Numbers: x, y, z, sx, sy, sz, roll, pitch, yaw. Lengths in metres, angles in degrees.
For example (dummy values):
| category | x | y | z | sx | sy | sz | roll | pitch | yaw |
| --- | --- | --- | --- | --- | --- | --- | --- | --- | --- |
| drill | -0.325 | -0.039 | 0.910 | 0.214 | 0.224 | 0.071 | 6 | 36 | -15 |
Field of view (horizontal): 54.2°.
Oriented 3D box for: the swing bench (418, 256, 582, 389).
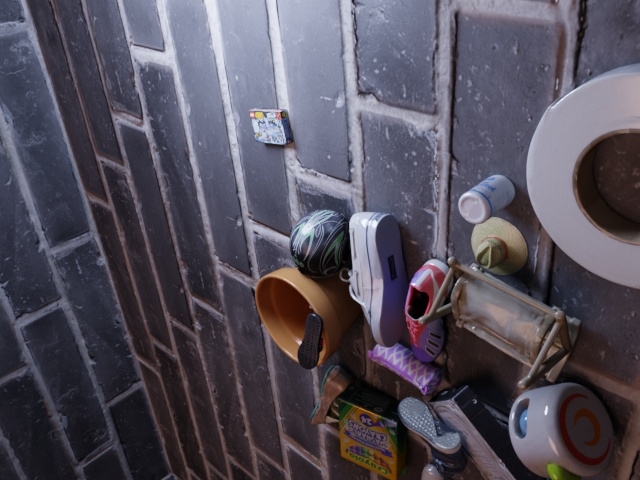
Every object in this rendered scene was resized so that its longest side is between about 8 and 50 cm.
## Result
| category | x | y | z | sx | sy | sz | roll | pitch | yaw |
| --- | --- | --- | --- | --- | --- | --- | --- | --- | --- |
| swing bench | 0.385 | 0.169 | 1.309 | 0.253 | 0.255 | 0.165 | 30 | 99 | 32 |

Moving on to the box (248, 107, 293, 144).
| category | x | y | z | sx | sy | sz | roll | pitch | yaw |
| --- | --- | --- | --- | --- | --- | --- | --- | --- | --- |
| box | -0.137 | -0.315 | 1.722 | 0.137 | 0.027 | 0.093 | 13 | 124 | 45 |

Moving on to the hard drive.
| category | x | y | z | sx | sy | sz | roll | pitch | yaw |
| --- | --- | --- | --- | --- | --- | --- | --- | --- | --- |
| hard drive | 0.421 | 0.524 | 1.571 | 0.339 | 0.064 | 0.237 | 51 | 165 | 9 |

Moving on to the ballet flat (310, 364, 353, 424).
| category | x | y | z | sx | sy | sz | roll | pitch | yaw |
| --- | --- | --- | --- | --- | --- | --- | --- | --- | --- |
| ballet flat | 0.040 | 0.539 | 2.070 | 0.106 | 0.107 | 0.316 | 29 | 137 | 15 |

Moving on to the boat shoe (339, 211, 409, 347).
| category | x | y | z | sx | sy | sz | roll | pitch | yaw |
| --- | --- | --- | --- | --- | --- | --- | --- | --- | --- |
| boat shoe | 0.125 | 0.098 | 1.621 | 0.157 | 0.136 | 0.367 | 13 | 122 | 44 |

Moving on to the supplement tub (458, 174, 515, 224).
| category | x | y | z | sx | sy | sz | roll | pitch | yaw |
| --- | --- | --- | --- | --- | --- | --- | --- | --- | --- |
| supplement tub | 0.336 | -0.083 | 1.264 | 0.071 | 0.107 | 0.071 | 29 | 135 | 34 |

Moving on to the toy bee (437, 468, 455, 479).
| category | x | y | z | sx | sy | sz | roll | pitch | yaw |
| --- | --- | --- | --- | --- | --- | --- | --- | --- | --- |
| toy bee | 0.431 | 0.796 | 1.740 | 0.298 | 0.162 | 0.195 | 30 | 180 | 45 |

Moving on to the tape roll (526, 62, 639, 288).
| category | x | y | z | sx | sy | sz | roll | pitch | yaw |
| --- | --- | --- | --- | --- | --- | --- | --- | --- | --- |
| tape roll | 0.537 | -0.100 | 1.047 | 0.392 | 0.072 | 0.392 | 29 | 136 | 33 |

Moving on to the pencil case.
| category | x | y | z | sx | sy | sz | roll | pitch | yaw |
| --- | --- | --- | --- | --- | --- | --- | --- | --- | --- |
| pencil case | 0.234 | 0.345 | 1.710 | 0.206 | 0.088 | 0.086 | 29 | 133 | 36 |

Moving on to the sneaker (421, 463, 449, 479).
| category | x | y | z | sx | sy | sz | roll | pitch | yaw |
| --- | --- | --- | --- | --- | --- | --- | --- | --- | --- |
| sneaker | 0.328 | 0.776 | 1.882 | 0.090 | 0.115 | 0.232 | 21 | 130 | 40 |

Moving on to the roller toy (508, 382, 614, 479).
| category | x | y | z | sx | sy | sz | roll | pitch | yaw |
| --- | --- | --- | --- | --- | --- | --- | --- | --- | --- |
| roller toy | 0.511 | 0.407 | 1.342 | 0.146 | 0.209 | 0.191 | -38 | 74 | 55 |

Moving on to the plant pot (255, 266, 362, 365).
| category | x | y | z | sx | sy | sz | roll | pitch | yaw |
| --- | --- | --- | --- | --- | --- | --- | --- | --- | --- |
| plant pot | -0.017 | 0.183 | 1.790 | 0.291 | 0.203 | 0.290 | 29 | 135 | 33 |

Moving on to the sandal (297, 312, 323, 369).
| category | x | y | z | sx | sy | sz | roll | pitch | yaw |
| --- | --- | --- | --- | --- | --- | --- | --- | --- | --- |
| sandal | -0.017 | 0.267 | 1.653 | 0.067 | 0.040 | 0.179 | 28 | 119 | 28 |

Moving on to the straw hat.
| category | x | y | z | sx | sy | sz | roll | pitch | yaw |
| --- | --- | --- | --- | --- | --- | --- | --- | --- | --- |
| straw hat | 0.367 | 0.027 | 1.346 | 0.144 | 0.061 | 0.144 | 30 | 135 | 35 |

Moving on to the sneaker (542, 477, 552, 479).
| category | x | y | z | sx | sy | sz | roll | pitch | yaw |
| --- | --- | --- | --- | --- | --- | --- | --- | --- | --- |
| sneaker | 0.524 | 0.504 | 1.491 | 0.065 | 0.076 | 0.166 | -27 | 93 | 53 |

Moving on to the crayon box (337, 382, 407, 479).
| category | x | y | z | sx | sy | sz | roll | pitch | yaw |
| --- | --- | --- | --- | --- | --- | --- | --- | --- | --- |
| crayon box | 0.165 | 0.619 | 1.962 | 0.203 | 0.083 | 0.322 | 16 | 128 | 29 |

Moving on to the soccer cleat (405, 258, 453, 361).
| category | x | y | z | sx | sy | sz | roll | pitch | yaw |
| --- | --- | --- | --- | --- | --- | --- | --- | --- | --- |
| soccer cleat | 0.251 | 0.195 | 1.555 | 0.109 | 0.116 | 0.318 | 30 | 135 | 33 |

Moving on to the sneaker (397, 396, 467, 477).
| category | x | y | z | sx | sy | sz | roll | pitch | yaw |
| --- | --- | --- | --- | --- | --- | --- | --- | --- | --- |
| sneaker | 0.299 | 0.529 | 1.669 | 0.226 | 0.086 | 0.163 | 37 | 157 | 52 |

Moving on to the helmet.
| category | x | y | z | sx | sy | sz | roll | pitch | yaw |
| --- | --- | --- | --- | --- | --- | --- | --- | --- | --- |
| helmet | 0.000 | 0.000 | 1.665 | 0.169 | 0.169 | 0.161 | 32 | 135 | 32 |
